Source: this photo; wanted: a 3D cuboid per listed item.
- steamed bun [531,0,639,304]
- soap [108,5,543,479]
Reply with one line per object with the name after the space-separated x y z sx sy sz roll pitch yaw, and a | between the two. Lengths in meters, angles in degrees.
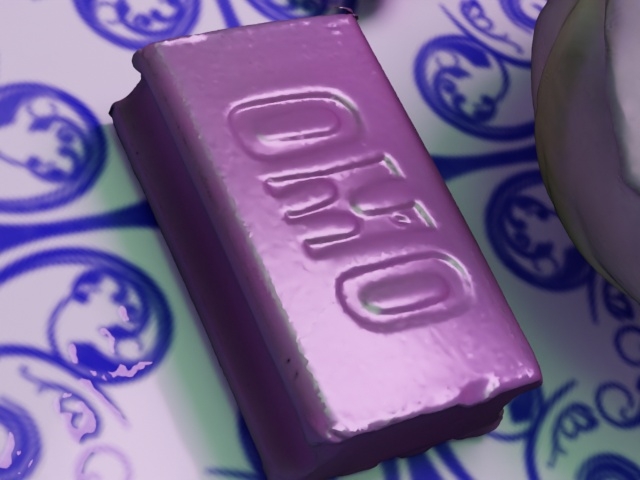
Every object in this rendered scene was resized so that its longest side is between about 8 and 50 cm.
0.248 -0.084 0.783 0.309 0.309 0.309 11 56 -17 | steamed bun
0.000 0.000 0.733 0.122 0.065 0.203 -14 66 -30 | soap
